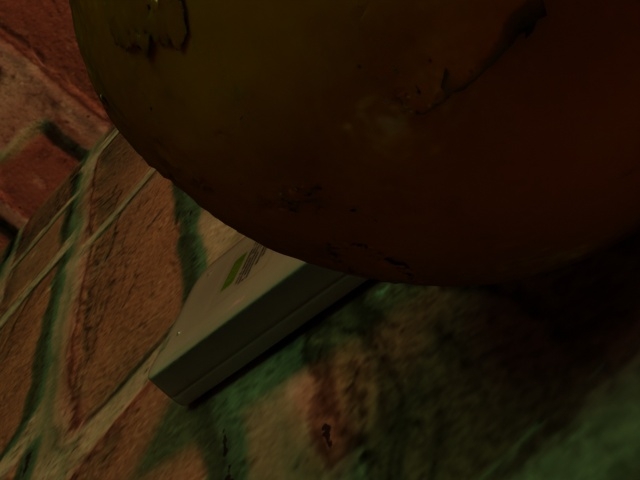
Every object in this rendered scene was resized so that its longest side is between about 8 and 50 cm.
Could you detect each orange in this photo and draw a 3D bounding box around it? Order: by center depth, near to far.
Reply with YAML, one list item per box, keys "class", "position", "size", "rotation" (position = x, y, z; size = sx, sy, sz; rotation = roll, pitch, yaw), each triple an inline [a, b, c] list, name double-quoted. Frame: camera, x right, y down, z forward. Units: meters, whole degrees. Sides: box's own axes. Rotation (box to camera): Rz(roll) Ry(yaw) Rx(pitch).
- class: "orange"
  position: [0.036, -0.106, 0.426]
  size: [0.246, 0.246, 0.246]
  rotation: [-45, 16, 16]

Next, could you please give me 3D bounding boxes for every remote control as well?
- class: "remote control"
  position: [0.000, 0.000, 0.679]
  size: [0.250, 0.034, 0.103]
  rotation: [-37, 20, 38]
